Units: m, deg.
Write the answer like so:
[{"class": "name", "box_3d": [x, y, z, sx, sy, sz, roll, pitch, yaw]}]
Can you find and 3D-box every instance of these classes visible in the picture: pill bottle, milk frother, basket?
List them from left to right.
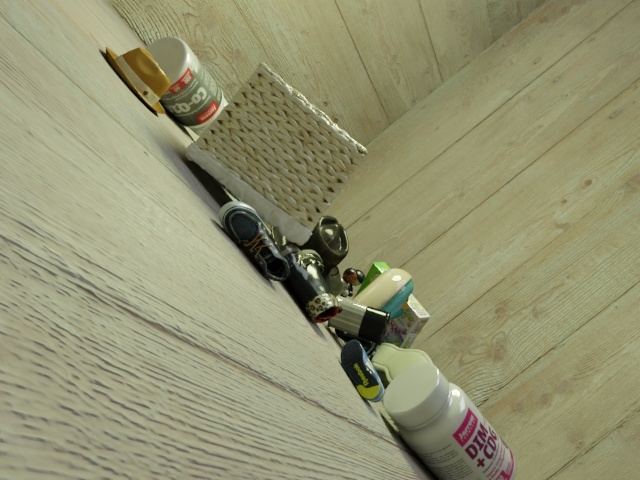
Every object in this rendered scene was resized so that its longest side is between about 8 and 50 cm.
[{"class": "pill bottle", "box_3d": [-0.372, -0.418, 1.635, 0.161, 0.161, 0.283, 52, 2, 28]}, {"class": "basket", "box_3d": [-0.096, -0.193, 1.379, 0.331, 0.266, 0.328, 39, 2, -7]}, {"class": "milk frother", "box_3d": [0.079, 0.220, 1.375, 0.135, 0.129, 0.143, 17, 27, 13]}, {"class": "pill bottle", "box_3d": [0.262, 0.396, 1.197, 0.283, 0.160, 0.160, 50, 2, -17]}]

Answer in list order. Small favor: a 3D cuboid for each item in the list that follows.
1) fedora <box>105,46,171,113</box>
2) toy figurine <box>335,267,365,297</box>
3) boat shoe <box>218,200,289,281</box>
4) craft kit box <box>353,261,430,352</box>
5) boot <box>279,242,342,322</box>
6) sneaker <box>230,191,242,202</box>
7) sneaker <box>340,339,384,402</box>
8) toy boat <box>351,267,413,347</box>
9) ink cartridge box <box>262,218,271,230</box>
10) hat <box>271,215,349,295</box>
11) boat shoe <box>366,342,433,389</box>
[{"class": "fedora", "box_3d": [-0.406, -0.384, 1.346, 0.194, 0.079, 0.194, 51, 2, -2]}, {"class": "toy figurine", "box_3d": [0.041, 0.097, 1.962, 0.213, 0.148, 0.209, 52, 2, 14]}, {"class": "boat shoe", "box_3d": [-0.115, 0.003, 1.076, 0.083, 0.065, 0.183, 51, 0, 42]}, {"class": "craft kit box", "box_3d": [0.195, 0.238, 1.797, 0.061, 0.246, 0.250, 3, 36, -39]}, {"class": "boot", "box_3d": [-0.016, 0.105, 1.317, 0.178, 0.085, 0.236, 54, 9, 20]}, {"class": "sneaker", "box_3d": [-0.216, -0.167, 1.648, 0.087, 0.092, 0.228, 50, 0, 12]}, {"class": "sneaker", "box_3d": [0.084, 0.262, 1.157, 0.059, 0.053, 0.144, 49, 11, -45]}, {"class": "toy boat", "box_3d": [0.153, 0.210, 1.660, 0.148, 0.267, 0.318, 48, -30, 6]}, {"class": "ink cartridge box", "box_3d": [-0.118, -0.085, 1.945, 0.127, 0.128, 0.176, 51, 0, 9]}, {"class": "hat", "box_3d": [0.000, 0.000, 1.703, 0.331, 0.134, 0.331, 41, 22, -21]}, {"class": "boat shoe", "box_3d": [0.201, 0.322, 1.401, 0.091, 0.109, 0.305, 56, -16, -11]}]
